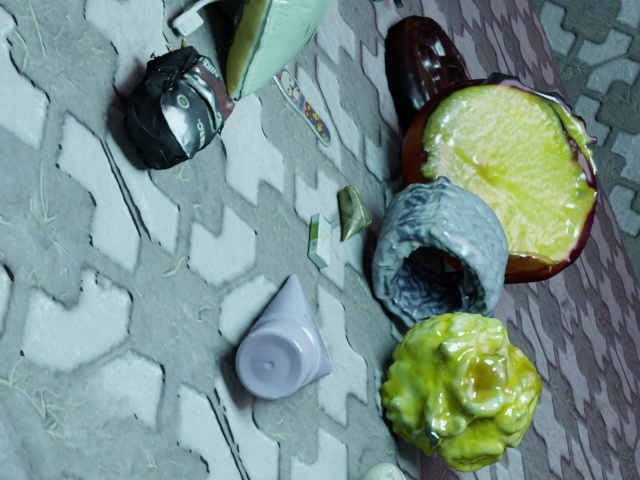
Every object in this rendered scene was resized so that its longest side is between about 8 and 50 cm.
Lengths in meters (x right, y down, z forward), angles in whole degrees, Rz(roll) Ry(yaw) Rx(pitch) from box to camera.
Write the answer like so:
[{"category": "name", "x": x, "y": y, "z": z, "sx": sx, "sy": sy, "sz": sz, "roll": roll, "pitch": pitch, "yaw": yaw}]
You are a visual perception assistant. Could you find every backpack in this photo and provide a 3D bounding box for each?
[{"category": "backpack", "x": -0.173, "y": -0.159, "z": 1.343, "sx": 0.120, "sy": 0.105, "sz": 0.165, "roll": 59, "pitch": 25, "yaw": -30}]

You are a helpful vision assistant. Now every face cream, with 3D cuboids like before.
[{"category": "face cream", "x": -0.036, "y": 0.136, "z": 1.449, "sx": 0.154, "sy": 0.096, "sz": 0.274, "roll": 66, "pitch": 13, "yaw": -3}]

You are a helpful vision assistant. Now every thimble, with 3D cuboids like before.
[{"category": "thimble", "x": 0.197, "y": 0.032, "z": 1.807, "sx": 0.157, "sy": 0.217, "sz": 0.246, "roll": -75, "pitch": 152, "yaw": -49}]

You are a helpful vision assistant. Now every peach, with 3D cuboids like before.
[{"category": "peach", "x": 0.315, "y": -0.110, "z": 2.016, "sx": 0.339, "sy": 0.353, "sz": 0.416, "roll": -56, "pitch": 143, "yaw": -20}]

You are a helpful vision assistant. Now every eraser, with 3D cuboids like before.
[{"category": "eraser", "x": 0.000, "y": 0.000, "z": 1.673, "sx": 0.038, "sy": 0.019, "sz": 0.083, "roll": 46, "pitch": 34, "yaw": -38}]

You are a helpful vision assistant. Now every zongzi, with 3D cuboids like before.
[{"category": "zongzi", "x": 0.041, "y": -0.045, "z": 1.779, "sx": 0.083, "sy": 0.040, "sz": 0.076, "roll": -33, "pitch": 95, "yaw": -46}]

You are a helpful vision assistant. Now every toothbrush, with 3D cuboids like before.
[{"category": "toothbrush", "x": -0.131, "y": -0.368, "z": 1.600, "sx": 0.030, "sy": 0.025, "sz": 0.307, "roll": 52, "pitch": 41, "yaw": -12}]

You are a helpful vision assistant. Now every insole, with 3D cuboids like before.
[{"category": "insole", "x": -0.033, "y": -0.227, "z": 1.786, "sx": 0.197, "sy": 0.004, "sz": 0.065, "roll": 52, "pitch": 31, "yaw": -33}]

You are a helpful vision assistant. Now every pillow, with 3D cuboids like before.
[{"category": "pillow", "x": -0.038, "y": -0.385, "z": 1.614, "sx": 0.119, "sy": 0.310, "sz": 0.312, "roll": 24, "pitch": 35, "yaw": 5}]

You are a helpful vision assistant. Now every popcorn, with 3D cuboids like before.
[{"category": "popcorn", "x": 0.215, "y": 0.236, "z": 1.710, "sx": 0.225, "sy": 0.249, "sz": 0.249, "roll": -9, "pitch": 80, "yaw": -50}]

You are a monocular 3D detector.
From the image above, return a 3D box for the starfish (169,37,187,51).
[{"category": "starfish", "x": -0.180, "y": -0.235, "z": 1.491, "sx": 0.092, "sy": 0.016, "sz": 0.086, "roll": 57, "pitch": 30, "yaw": -31}]

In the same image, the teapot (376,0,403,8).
[{"category": "teapot", "x": 0.131, "y": -0.567, "z": 2.267, "sx": 0.096, "sy": 0.087, "sz": 0.177, "roll": -100, "pitch": 165, "yaw": -77}]

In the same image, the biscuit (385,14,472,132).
[{"category": "biscuit", "x": 0.267, "y": -0.291, "z": 2.326, "sx": 0.407, "sy": 0.091, "sz": 0.407, "roll": 42, "pitch": 38, "yaw": -44}]

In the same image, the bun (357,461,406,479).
[{"category": "bun", "x": 0.079, "y": 0.379, "z": 1.491, "sx": 0.138, "sy": 0.094, "sz": 0.138, "roll": 164, "pitch": -90, "yaw": -81}]
